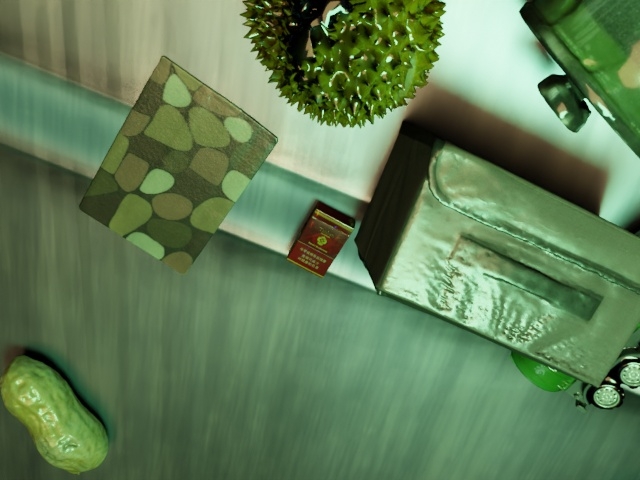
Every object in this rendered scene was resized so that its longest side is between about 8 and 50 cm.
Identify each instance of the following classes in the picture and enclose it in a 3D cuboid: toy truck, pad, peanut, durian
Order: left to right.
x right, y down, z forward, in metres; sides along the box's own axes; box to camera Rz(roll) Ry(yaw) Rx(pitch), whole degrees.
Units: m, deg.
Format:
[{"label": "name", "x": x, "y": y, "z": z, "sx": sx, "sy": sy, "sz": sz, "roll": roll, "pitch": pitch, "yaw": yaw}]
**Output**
[{"label": "peanut", "x": -0.381, "y": 0.256, "z": 0.923, "sx": 0.099, "sy": 0.099, "sz": 0.214, "roll": -18, "pitch": 109, "yaw": 16}, {"label": "pad", "x": -0.173, "y": -0.077, "z": 0.755, "sx": 0.158, "sy": 0.003, "sz": 0.235, "roll": 34, "pitch": 117, "yaw": -11}, {"label": "durian", "x": 0.013, "y": -0.214, "z": 0.579, "sx": 0.193, "sy": 0.138, "sz": 0.237, "roll": -39, "pitch": 107, "yaw": 24}, {"label": "toy truck", "x": 0.334, "y": 0.089, "z": 0.727, "sx": 0.125, "sy": 0.101, "sz": 0.243, "roll": 37, "pitch": 120, "yaw": 1}]

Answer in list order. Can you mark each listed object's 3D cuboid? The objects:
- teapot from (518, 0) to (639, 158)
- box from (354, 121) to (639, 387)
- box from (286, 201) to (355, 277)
[{"label": "teapot", "x": 0.311, "y": -0.238, "z": 0.509, "sx": 0.337, "sy": 0.200, "sz": 0.270, "roll": -40, "pitch": 81, "yaw": 26}, {"label": "box", "x": 0.176, "y": 0.008, "z": 0.642, "sx": 0.252, "sy": 0.188, "sz": 0.153, "roll": 23, "pitch": 103, "yaw": -9}, {"label": "box", "x": 0.000, "y": 0.000, "z": 0.763, "sx": 0.051, "sy": 0.023, "sz": 0.082, "roll": 27, "pitch": 119, "yaw": -8}]
